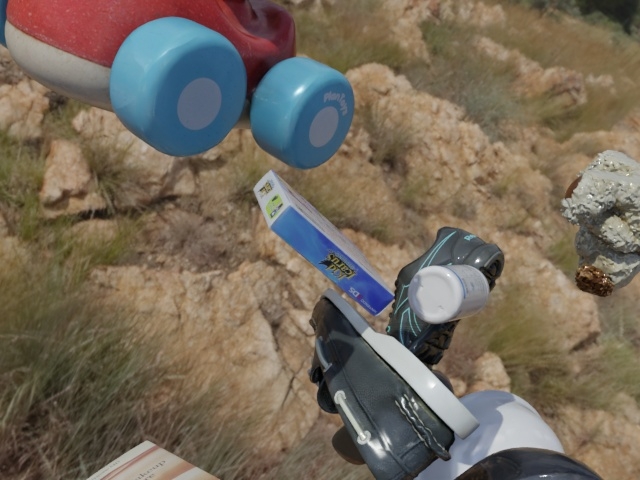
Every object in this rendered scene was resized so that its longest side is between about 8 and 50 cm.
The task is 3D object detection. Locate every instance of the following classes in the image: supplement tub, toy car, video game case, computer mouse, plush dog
[{"bbox_3d":[0.161,0.065,0.800,0.107,0.071,0.071,3,49,-57],"label":"supplement tub"},{"bbox_3d":[-0.079,-0.200,0.419,0.219,0.238,0.210,33,20,32],"label":"toy car"},{"bbox_3d":[0.000,0.000,1.210,0.269,0.061,0.244,41,8,-22],"label":"video game case"},{"bbox_3d":[0.154,0.268,0.615,0.188,0.272,0.072,32,33,-16],"label":"computer mouse"},{"bbox_3d":[0.534,-0.012,1.139,0.210,0.226,0.262,25,31,24],"label":"plush dog"}]

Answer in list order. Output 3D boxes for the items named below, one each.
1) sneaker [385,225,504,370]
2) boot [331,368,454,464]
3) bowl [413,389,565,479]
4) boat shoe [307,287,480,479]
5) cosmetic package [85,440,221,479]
[{"bbox_3d":[0.147,0.100,0.911,0.106,0.267,0.101,39,4,34],"label":"sneaker"},{"bbox_3d":[0.132,0.287,1.133,0.112,0.305,0.115,44,43,2],"label":"boot"},{"bbox_3d":[0.318,0.416,1.089,0.297,0.134,0.298,0,89,-21],"label":"bowl"},{"bbox_3d":[0.032,0.126,0.606,0.114,0.091,0.302,48,-6,-13],"label":"boat shoe"},{"bbox_3d":[-0.263,0.444,1.039,0.153,0.296,0.129,-31,104,-35],"label":"cosmetic package"}]
